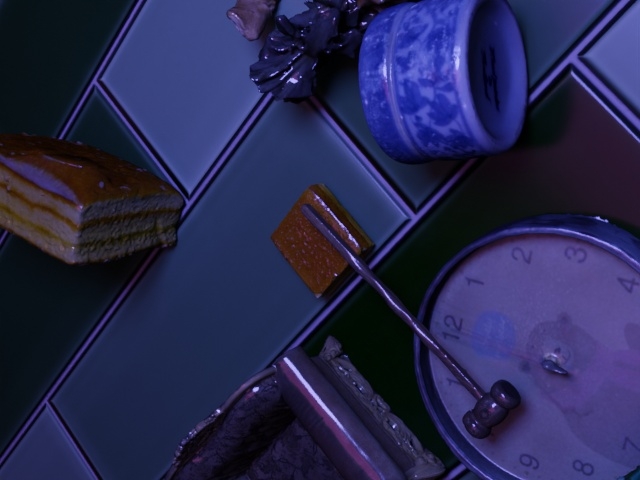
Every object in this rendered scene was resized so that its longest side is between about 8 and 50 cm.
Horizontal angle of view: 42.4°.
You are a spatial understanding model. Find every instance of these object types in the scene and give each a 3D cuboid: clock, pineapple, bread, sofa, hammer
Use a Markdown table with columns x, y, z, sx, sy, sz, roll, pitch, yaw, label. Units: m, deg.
| x | y | z | sx | sy | sz | roll | pitch | yaw | label |
| --- | --- | --- | --- | --- | --- | --- | --- | --- | --- |
| 0.215 | 0.114 | 0.769 | 0.281 | 0.055 | 0.280 | 7 | 103 | 32 | clock |
| 0.018 | -0.230 | 0.803 | 0.237 | 0.119 | 0.111 | -46 | 73 | 26 | pineapple |
| -0.309 | -0.061 | 1.010 | 0.234 | 0.184 | 0.110 | 21 | 107 | 28 | bread |
| -0.029 | 0.259 | 0.883 | 0.200 | 0.182 | 0.258 | 48 | 121 | 16 | sofa |
| 0.074 | 0.066 | 0.808 | 0.292 | 0.029 | 0.058 | 47 | 118 | 20 | hammer |
| 0.000 | 0.000 | 0.904 | 0.094 | 0.035 | 0.090 | 51 | 121 | 16 | bread |

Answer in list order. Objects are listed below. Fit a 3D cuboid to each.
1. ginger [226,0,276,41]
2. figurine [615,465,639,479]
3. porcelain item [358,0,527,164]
| x | y | z | sx | sy | sz | roll | pitch | yaw | label |
| --- | --- | --- | --- | --- | --- | --- | --- | --- | --- |
| -0.065 | -0.354 | 0.859 | 0.089 | 0.075 | 0.288 | 9 | 100 | 9 | ginger |
| 0.297 | 0.280 | 0.622 | 0.340 | 0.324 | 0.231 | -48 | 43 | 21 | figurine |
| 0.108 | -0.144 | 0.737 | 0.114 | 0.147 | 0.147 | -2 | 98 | 36 | porcelain item |
